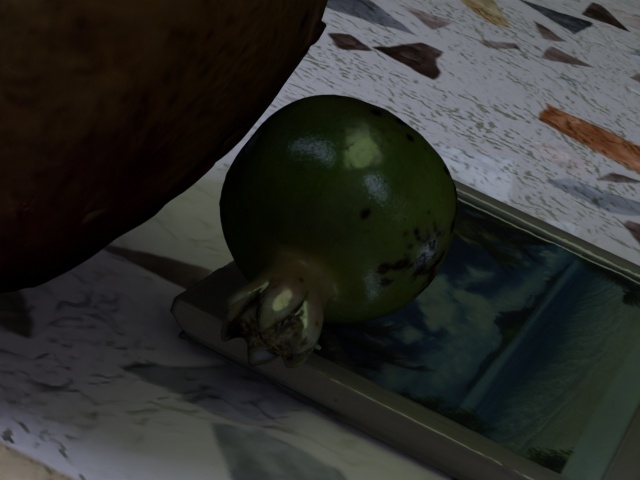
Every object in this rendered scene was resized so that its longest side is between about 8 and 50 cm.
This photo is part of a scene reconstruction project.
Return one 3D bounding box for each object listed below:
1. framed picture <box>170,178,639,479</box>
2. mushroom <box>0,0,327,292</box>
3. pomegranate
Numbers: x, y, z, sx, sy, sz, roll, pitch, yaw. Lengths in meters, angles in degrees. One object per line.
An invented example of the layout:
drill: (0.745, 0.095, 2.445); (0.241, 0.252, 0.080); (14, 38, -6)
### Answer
framed picture: (0.085, 0.040, 0.856); (0.232, 0.024, 0.315); (26, 25, 13)
mushroom: (-0.174, -0.132, 0.694); (0.356, 0.334, 0.331); (24, 3, 15)
pomegranate: (0.000, 0.000, 0.734); (0.114, 0.114, 0.142); (23, 52, 11)
